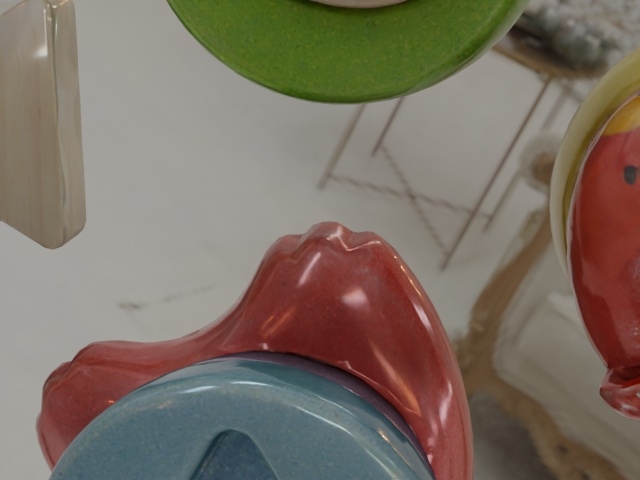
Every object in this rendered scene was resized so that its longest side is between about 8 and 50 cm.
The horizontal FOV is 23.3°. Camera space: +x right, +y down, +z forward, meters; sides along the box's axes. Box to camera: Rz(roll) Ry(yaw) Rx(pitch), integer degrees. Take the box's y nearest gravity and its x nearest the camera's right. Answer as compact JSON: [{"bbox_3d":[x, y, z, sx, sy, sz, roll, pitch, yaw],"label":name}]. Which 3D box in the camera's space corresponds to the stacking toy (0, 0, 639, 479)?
[{"bbox_3d":[0.000,0.000,0.454,0.279,0.309,0.130,50,19,-5],"label":"stacking toy"}]
